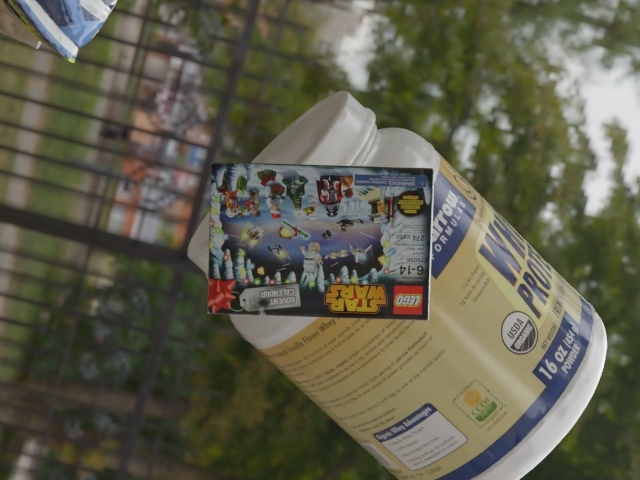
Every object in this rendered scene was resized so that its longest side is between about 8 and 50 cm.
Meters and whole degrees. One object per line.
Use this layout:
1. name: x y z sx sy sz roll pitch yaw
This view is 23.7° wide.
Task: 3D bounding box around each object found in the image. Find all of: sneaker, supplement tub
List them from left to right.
1. sneaker: -0.165 -0.167 0.870 0.059 0.053 0.144 -43 143 -9
2. supplement tub: 0.064 0.049 1.301 0.228 0.316 0.228 -43 -166 13

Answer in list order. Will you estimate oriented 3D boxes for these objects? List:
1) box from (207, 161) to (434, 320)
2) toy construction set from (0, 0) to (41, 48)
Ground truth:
1. box: 0.000 0.000 0.934 0.027 0.137 0.094 -60 151 -85
2. toy construction set: -0.263 -0.032 0.920 0.309 0.237 0.257 -61 163 -18
